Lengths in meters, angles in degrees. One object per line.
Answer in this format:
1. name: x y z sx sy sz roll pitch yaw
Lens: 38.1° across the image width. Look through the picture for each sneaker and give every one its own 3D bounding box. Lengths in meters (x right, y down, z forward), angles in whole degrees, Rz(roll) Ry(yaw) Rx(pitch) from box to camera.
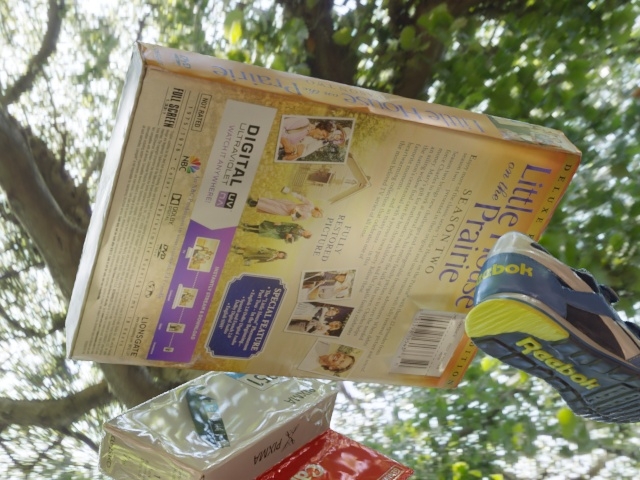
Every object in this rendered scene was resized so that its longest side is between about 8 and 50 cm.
1. sneaker: 0.132 0.047 0.466 0.144 0.053 0.059 36 -136 -29

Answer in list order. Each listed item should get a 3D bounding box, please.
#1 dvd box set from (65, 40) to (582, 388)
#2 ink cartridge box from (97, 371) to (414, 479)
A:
1. dvd box set: 0.000 0.000 0.873 0.420 0.308 0.062 7 -146 -22
2. ink cartridge box: -0.058 0.238 1.061 0.261 0.296 0.066 20 -72 25
